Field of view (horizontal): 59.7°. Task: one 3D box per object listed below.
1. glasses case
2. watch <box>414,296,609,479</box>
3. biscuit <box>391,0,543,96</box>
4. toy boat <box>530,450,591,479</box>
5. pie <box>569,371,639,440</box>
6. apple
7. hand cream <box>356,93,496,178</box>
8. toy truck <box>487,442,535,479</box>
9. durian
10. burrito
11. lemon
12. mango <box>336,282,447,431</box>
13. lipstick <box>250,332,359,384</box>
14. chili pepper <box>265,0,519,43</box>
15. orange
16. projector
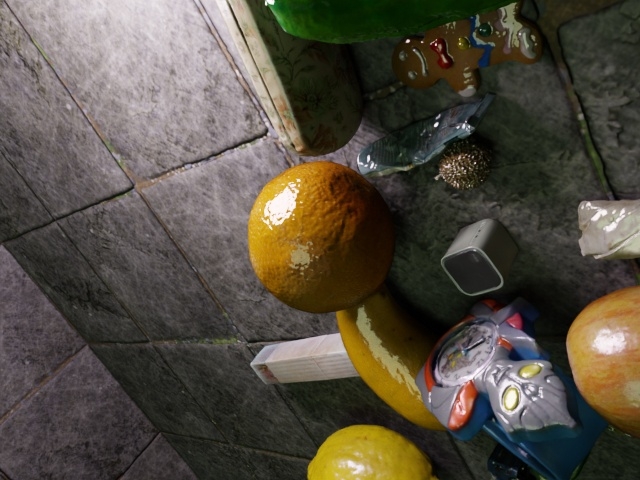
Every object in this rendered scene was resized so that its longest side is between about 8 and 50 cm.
[{"bbox_3d":[-0.057,-0.316,0.761,0.098,0.156,0.425,5,128,46],"label":"glasses case"},{"bbox_3d":[0.336,0.261,0.885,0.274,0.241,0.305,45,173,-21],"label":"watch"},{"bbox_3d":[0.179,-0.254,0.731,0.205,0.031,0.138,-9,120,44],"label":"biscuit"},{"bbox_3d":[0.461,0.410,1.082,0.104,0.052,0.210,17,133,23],"label":"toy boat"},{"bbox_3d":[0.545,0.279,0.890,0.282,0.068,0.128,9,129,38],"label":"pie"},{"bbox_3d":[0.449,0.164,0.754,0.188,0.211,0.211,-28,106,41],"label":"apple"},{"bbox_3d":[0.138,-0.148,0.822,0.052,0.075,0.248,27,153,-28],"label":"hand cream"},{"bbox_3d":[0.414,0.524,1.212,0.088,0.074,0.201,16,135,39],"label":"toy truck"},{"bbox_3d":[0.204,-0.107,0.802,0.091,0.080,0.080,-31,104,26],"label":"durian"},{"bbox_3d":[0.466,-0.017,0.694,0.275,0.059,0.082,-1,110,38],"label":"burrito"},{"bbox_3d":[0.129,0.581,1.337,0.316,0.285,0.285,-28,108,15],"label":"lemon"},{"bbox_3d":[0.158,0.230,1.095,0.359,0.144,0.187,45,129,4],"label":"mango"},{"bbox_3d":[-0.023,0.284,1.330,0.371,0.076,0.079,-19,110,46],"label":"lipstick"},{"bbox_3d":[0.095,-0.325,0.571,0.385,0.167,0.213,-8,111,20],"label":"chili pepper"},{"bbox_3d":[0.000,0.000,0.943,0.264,0.264,0.264,21,136,22],"label":"orange"},{"bbox_3d":[0.252,0.026,0.880,0.083,0.082,0.083,-25,107,47],"label":"projector"}]
